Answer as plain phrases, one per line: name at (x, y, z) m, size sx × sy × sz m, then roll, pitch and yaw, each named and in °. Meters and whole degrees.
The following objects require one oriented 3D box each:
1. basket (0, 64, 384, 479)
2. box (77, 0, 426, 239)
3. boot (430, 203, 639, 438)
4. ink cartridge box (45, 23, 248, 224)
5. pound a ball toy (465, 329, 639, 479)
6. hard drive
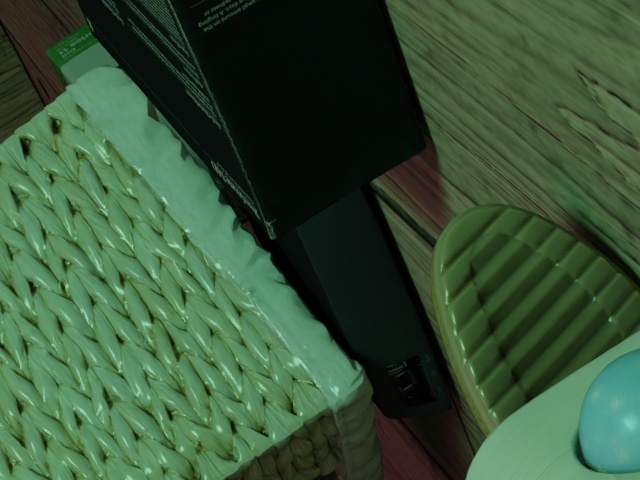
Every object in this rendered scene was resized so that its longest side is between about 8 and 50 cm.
basket at (-0.151, 0.113, 1.244) m, size 0.331 × 0.266 × 0.328 m, roll 51°, pitch 167°, yaw 22°
box at (-0.069, -0.149, 0.876) m, size 0.261 × 0.103 × 0.184 m, roll 48°, pitch 163°, yaw 47°
boot at (0.117, 0.108, 0.753) m, size 0.248 × 0.090 × 0.207 m, roll 54°, pitch 168°, yaw 5°
ink cartridge box at (-0.153, -0.101, 1.503) m, size 0.208 × 0.087 × 0.153 m, roll 44°, pitch 163°, yaw 54°
pound a ball toy at (0.125, 0.133, 0.441) m, size 0.135 × 0.208 × 0.319 m, roll 61°, pitch 171°, yaw -18°
hard drive at (0.000, 0.000, 1.133) m, size 0.172 × 0.054 × 0.254 m, roll 46°, pitch 164°, yaw 53°
